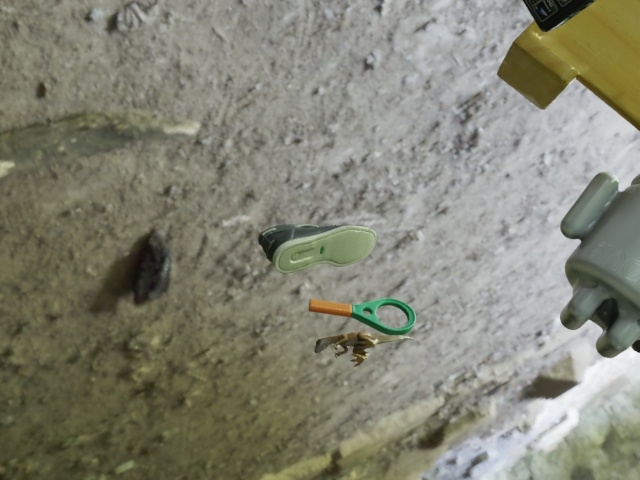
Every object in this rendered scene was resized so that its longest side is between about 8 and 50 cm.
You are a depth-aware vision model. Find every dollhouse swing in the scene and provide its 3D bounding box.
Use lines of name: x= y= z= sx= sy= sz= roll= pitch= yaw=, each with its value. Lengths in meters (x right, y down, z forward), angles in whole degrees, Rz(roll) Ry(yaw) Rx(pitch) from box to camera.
dollhouse swing: x=0.537 y=-0.326 z=1.468 sx=0.347 sy=0.305 sz=0.315 roll=-45 pitch=175 yaw=1

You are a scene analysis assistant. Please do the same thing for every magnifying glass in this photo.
magnifying glass: x=0.090 y=0.153 z=1.888 sx=0.230 sy=0.092 sz=0.026 roll=7 pitch=134 yaw=-5

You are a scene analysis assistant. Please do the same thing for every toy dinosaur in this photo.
toy dinosaur: x=0.093 y=0.200 z=1.776 sx=0.211 sy=0.064 sz=0.112 roll=-1 pitch=-162 yaw=-1

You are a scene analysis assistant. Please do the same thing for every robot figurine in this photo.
robot figurine: x=0.531 y=0.020 z=1.401 sx=0.353 sy=0.300 sz=0.200 roll=-49 pitch=169 yaw=-8

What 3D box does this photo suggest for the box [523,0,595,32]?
box: x=0.238 y=-0.327 z=0.834 sx=0.045 sy=0.191 sz=0.184 roll=-29 pitch=177 yaw=-40

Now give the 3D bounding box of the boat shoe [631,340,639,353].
boat shoe: x=0.820 y=0.170 z=1.892 sx=0.323 sy=0.123 sz=0.120 roll=-19 pitch=162 yaw=12

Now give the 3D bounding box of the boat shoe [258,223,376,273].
boat shoe: x=0.000 y=0.000 z=1.552 sx=0.233 sy=0.079 sz=0.084 roll=-6 pitch=122 yaw=-37
